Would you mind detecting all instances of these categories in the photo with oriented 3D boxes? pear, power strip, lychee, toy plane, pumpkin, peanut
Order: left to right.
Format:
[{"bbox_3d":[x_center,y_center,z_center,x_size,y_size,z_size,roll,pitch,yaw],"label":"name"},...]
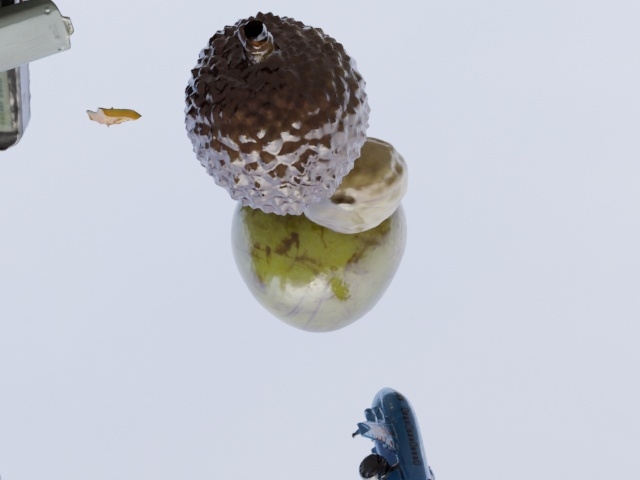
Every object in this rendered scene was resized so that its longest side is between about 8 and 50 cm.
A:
[{"bbox_3d":[-0.373,-0.184,1.159,0.252,0.060,0.027,-20,-138,-9],"label":"power strip"},{"bbox_3d":[-0.397,-0.236,2.203,0.101,0.035,0.073,0,177,-41],"label":"pumpkin"},{"bbox_3d":[-0.043,-0.128,1.114,0.200,0.238,0.200,-3,-125,4],"label":"lychee"},{"bbox_3d":[0.000,0.000,1.765,0.283,0.284,0.284,-6,-136,6],"label":"pear"},{"bbox_3d":[0.037,-0.071,1.406,0.140,0.159,0.109,9,-107,-1],"label":"peanut"},{"bbox_3d":[0.111,0.303,1.607,0.105,0.254,0.271,-39,-149,5],"label":"toy plane"}]

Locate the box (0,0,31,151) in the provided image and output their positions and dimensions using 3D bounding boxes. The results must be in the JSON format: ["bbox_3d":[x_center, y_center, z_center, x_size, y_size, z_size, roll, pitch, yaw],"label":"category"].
[{"bbox_3d":[-0.412,-0.262,1.185,0.211,0.350,0.058,5,-148,-5],"label":"box"}]

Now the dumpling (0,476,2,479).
[{"bbox_3d":[-0.439,0.341,1.383,0.150,0.177,0.092,-3,-158,-25],"label":"dumpling"}]
